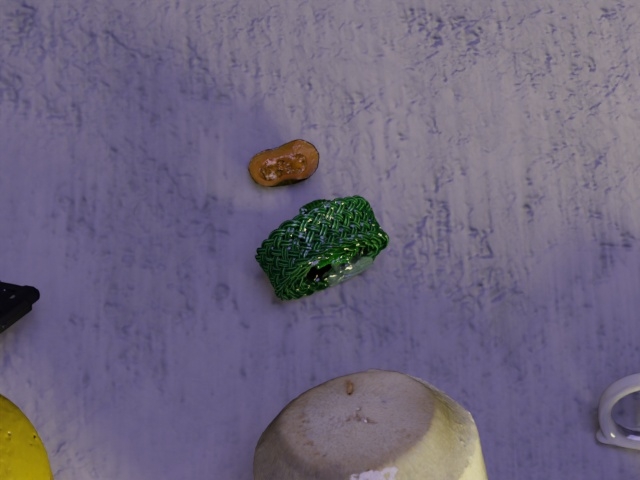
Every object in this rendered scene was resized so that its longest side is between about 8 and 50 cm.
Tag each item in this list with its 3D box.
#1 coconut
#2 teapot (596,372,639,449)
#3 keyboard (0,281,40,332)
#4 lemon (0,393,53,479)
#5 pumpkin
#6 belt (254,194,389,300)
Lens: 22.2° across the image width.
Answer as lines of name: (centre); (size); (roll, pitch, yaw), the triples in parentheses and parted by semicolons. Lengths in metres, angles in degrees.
coconut: (0.058, 0.274, 1.658); (0.237, 0.266, 0.237); (-6, 31, 3)
teapot: (0.457, 0.200, 1.812); (0.300, 0.166, 0.208); (9, 50, 3)
keyboard: (-0.404, 0.114, 1.675); (0.106, 0.016, 0.262); (8, 35, 39)
lemon: (-0.370, 0.272, 1.578); (0.240, 0.240, 0.219); (-18, 93, -16)
pumpkin: (-0.042, -0.085, 1.879); (0.083, 0.028, 0.050); (-11, 70, -5)
belt: (0.000, 0.000, 1.806); (0.151, 0.121, 0.079); (-18, 69, -29)
